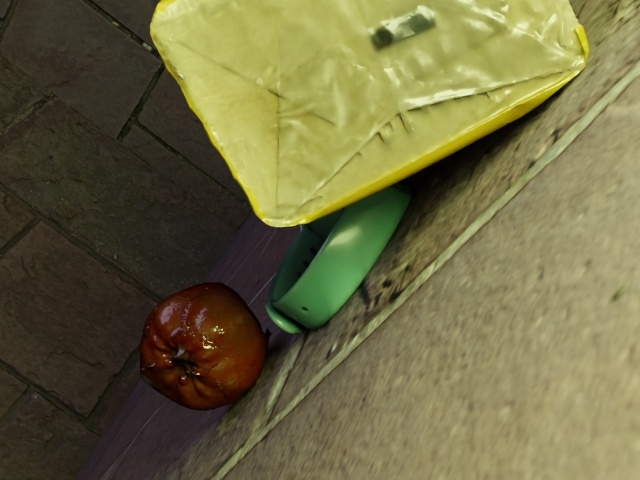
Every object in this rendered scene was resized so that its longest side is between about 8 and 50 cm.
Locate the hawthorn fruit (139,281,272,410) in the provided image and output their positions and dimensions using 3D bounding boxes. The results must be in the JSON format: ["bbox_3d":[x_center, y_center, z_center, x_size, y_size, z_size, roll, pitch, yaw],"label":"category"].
[{"bbox_3d":[-0.125,0.114,1.026,0.148,0.148,0.172,-50,-5,24],"label":"hawthorn fruit"}]

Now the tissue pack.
[{"bbox_3d":[0.041,-0.194,0.815,0.293,0.228,0.382,-29,10,8],"label":"tissue pack"}]

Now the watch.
[{"bbox_3d":[0.020,-0.002,0.947,0.195,0.068,0.237,-54,10,16],"label":"watch"}]
